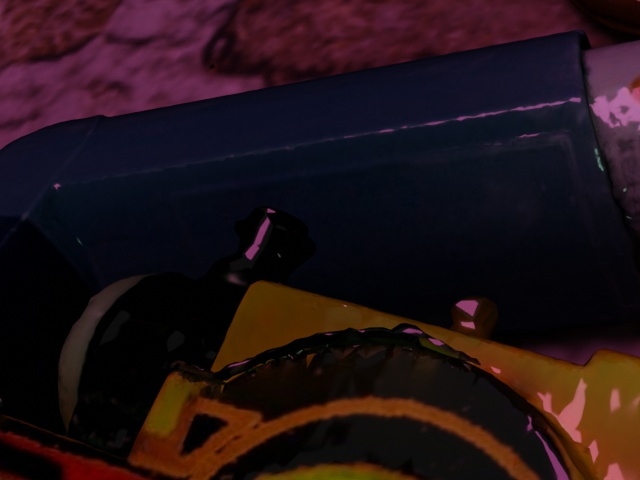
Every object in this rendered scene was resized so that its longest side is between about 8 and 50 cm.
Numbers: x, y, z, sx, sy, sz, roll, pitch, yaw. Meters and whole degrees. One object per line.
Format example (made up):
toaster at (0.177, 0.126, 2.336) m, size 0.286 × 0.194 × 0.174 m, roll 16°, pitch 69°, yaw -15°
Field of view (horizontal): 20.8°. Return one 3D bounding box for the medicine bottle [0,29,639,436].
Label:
medicine bottle at (0.000, 0.000, 0.498) m, size 0.258 × 0.079 × 0.124 m, roll -10°, pitch 34°, yaw 22°

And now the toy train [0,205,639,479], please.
toy train at (0.036, 0.081, 0.365) m, size 0.296 × 0.100 × 0.160 m, roll 11°, pitch 71°, yaw 35°

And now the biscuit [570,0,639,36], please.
biscuit at (0.157, -0.116, 0.562) m, size 0.175 × 0.026 × 0.124 m, roll -16°, pitch 44°, yaw 18°
